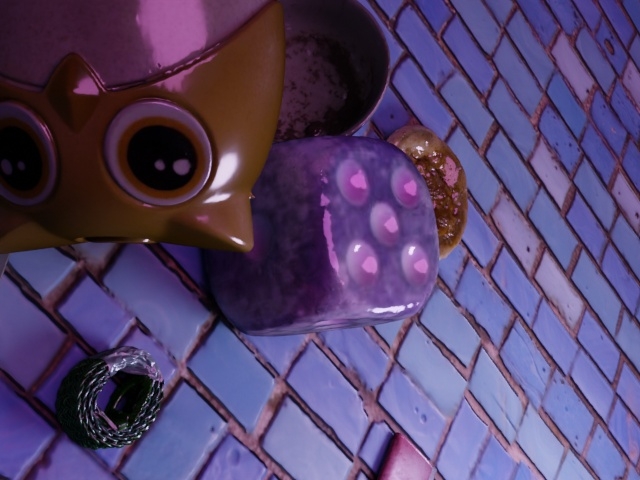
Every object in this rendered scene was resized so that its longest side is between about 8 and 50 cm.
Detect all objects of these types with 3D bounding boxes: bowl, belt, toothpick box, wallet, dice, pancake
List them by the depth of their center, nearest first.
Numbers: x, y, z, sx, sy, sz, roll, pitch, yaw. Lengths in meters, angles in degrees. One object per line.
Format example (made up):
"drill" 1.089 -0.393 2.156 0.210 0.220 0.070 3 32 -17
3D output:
"toothpick box" -0.244 -0.197 1.210 0.408 0.408 0.426 -2 92 -46
"belt" -0.270 0.205 1.317 0.121 0.079 0.151 56 46 -18
"dice" 0.000 0.000 1.514 0.271 0.270 0.270 2 77 -45
"bowl" -0.033 -0.259 1.614 0.146 0.289 0.289 87 3 -77
"wallet" 0.126 0.454 1.689 0.119 0.025 0.232 48 48 -24
"pancake" 0.198 -0.089 1.907 0.282 0.049 0.283 11 73 -41

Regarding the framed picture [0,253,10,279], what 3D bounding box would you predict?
"framed picture" -0.507 -0.027 1.189 0.293 0.018 0.231 33 56 -35
